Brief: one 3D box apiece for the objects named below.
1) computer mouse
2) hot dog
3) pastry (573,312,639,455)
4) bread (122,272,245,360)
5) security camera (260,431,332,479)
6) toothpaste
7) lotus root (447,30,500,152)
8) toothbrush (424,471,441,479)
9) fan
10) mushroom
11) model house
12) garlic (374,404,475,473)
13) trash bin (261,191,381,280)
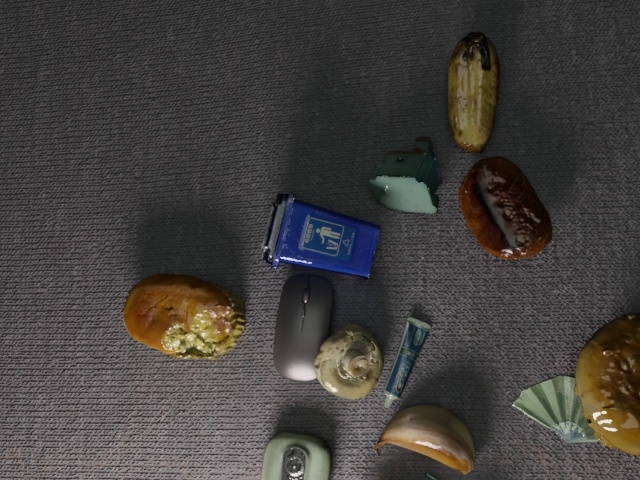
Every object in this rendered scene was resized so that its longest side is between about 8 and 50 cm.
[{"bbox_3d":[-0.035,0.187,1.646,0.120,0.057,0.232,7,83,9],"label":"computer mouse"},{"bbox_3d":[0.384,-0.065,1.597,0.161,0.099,0.226,-22,77,5],"label":"hot dog"},{"bbox_3d":[0.635,0.279,1.459,0.316,0.184,0.284,-1,72,-2],"label":"pastry"},{"bbox_3d":[-0.295,0.163,1.655,0.250,0.133,0.179,14,80,10],"label":"bread"},{"bbox_3d":[-0.059,0.552,1.586,0.157,0.080,0.301,6,85,9],"label":"security camera"},{"bbox_3d":[0.175,0.259,1.614,0.057,0.035,0.197,23,84,-4],"label":"toothpaste"},{"bbox_3d":[0.328,-0.318,1.651,0.110,0.097,0.258,4,89,17],"label":"lotus root"},{"bbox_3d":[0.286,0.523,1.563,0.167,0.014,0.011,32,96,12],"label":"toothbrush"},{"bbox_3d":[0.515,0.346,1.559,0.240,0.009,0.131,14,81,11],"label":"fan"},{"bbox_3d":[0.063,0.248,1.577,0.154,0.122,0.154,2,85,-20],"label":"mushroom"},{"bbox_3d":[0.199,-0.151,1.648,0.148,0.119,0.148,7,56,32],"label":"model house"},{"bbox_3d":[0.216,0.388,1.557,0.207,0.128,0.115,9,59,17],"label":"garlic"},{"bbox_3d":[0.000,0.000,1.625,0.235,0.184,0.162,13,86,-2],"label":"trash bin"}]
